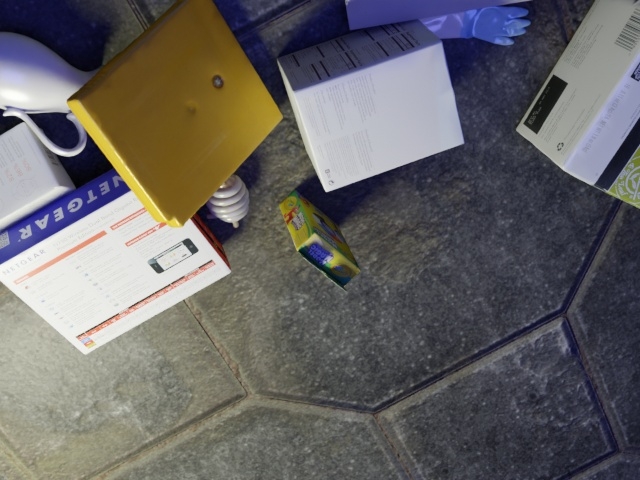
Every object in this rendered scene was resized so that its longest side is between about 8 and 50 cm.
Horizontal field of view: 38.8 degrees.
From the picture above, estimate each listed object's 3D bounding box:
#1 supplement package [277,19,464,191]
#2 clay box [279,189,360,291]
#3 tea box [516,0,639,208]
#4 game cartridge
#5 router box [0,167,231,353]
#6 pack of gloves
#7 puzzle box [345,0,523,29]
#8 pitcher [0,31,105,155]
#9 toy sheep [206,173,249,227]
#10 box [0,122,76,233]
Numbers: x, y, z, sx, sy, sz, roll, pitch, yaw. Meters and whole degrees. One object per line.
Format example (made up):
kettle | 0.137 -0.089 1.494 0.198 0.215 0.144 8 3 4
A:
supplement package | 0.087 -0.251 1.619 0.263 0.198 0.199 -19 120 -1
clay box | 0.000 0.000 1.717 0.053 0.222 0.127 -46 119 11
tea box | 0.621 -0.254 1.743 0.324 0.220 0.329 21 110 -23
game cartridge | -0.233 -0.221 1.538 0.323 0.053 0.285 -50 124 -29
router box | -0.378 0.031 1.670 0.336 0.082 0.301 -29 137 2
pack of gloves | 0.298 -0.453 1.659 0.232 0.046 0.195 1 116 -14
puzzle box | 0.228 -0.525 1.547 0.409 0.052 0.272 -8 120 4
pitcher | -0.476 -0.243 1.506 0.207 0.125 0.177 16 69 -25
toy sheep | -0.177 -0.077 1.714 0.091 0.091 0.132 -19 134 -4
box | -0.539 -0.104 1.572 0.171 0.091 0.130 -29 88 3
